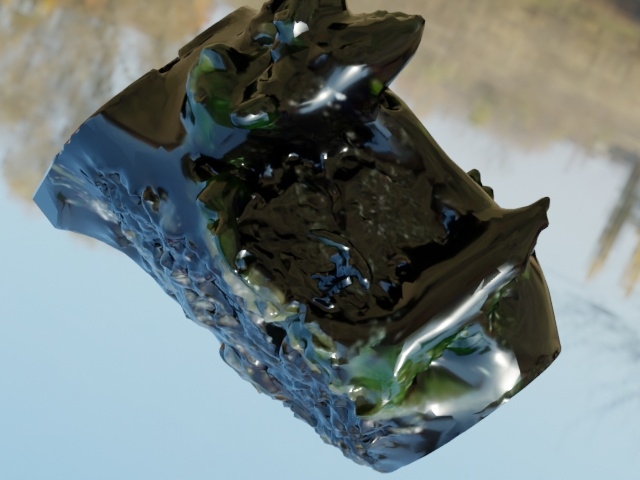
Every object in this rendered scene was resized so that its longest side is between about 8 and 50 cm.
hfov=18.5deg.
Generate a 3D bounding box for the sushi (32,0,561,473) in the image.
[{"bbox_3d":[0.000,0.000,0.352,0.083,0.056,0.085,53,161,-1],"label":"sushi"}]
